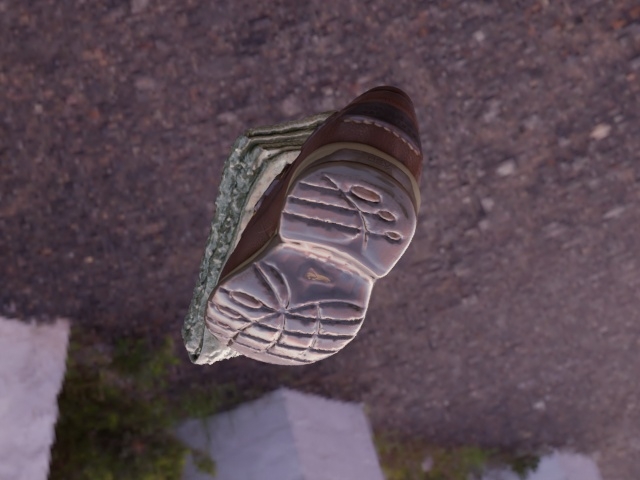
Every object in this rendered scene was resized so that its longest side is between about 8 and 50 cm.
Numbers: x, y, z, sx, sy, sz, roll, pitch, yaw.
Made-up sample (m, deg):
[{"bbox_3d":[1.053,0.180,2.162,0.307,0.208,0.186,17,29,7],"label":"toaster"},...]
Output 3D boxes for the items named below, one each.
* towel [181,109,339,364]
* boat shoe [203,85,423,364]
[{"bbox_3d":[-0.013,-0.003,0.651,0.110,0.027,0.148,-10,131,-35],"label":"towel"},{"bbox_3d":[0.000,0.000,0.546,0.064,0.060,0.178,25,145,-8],"label":"boat shoe"}]
